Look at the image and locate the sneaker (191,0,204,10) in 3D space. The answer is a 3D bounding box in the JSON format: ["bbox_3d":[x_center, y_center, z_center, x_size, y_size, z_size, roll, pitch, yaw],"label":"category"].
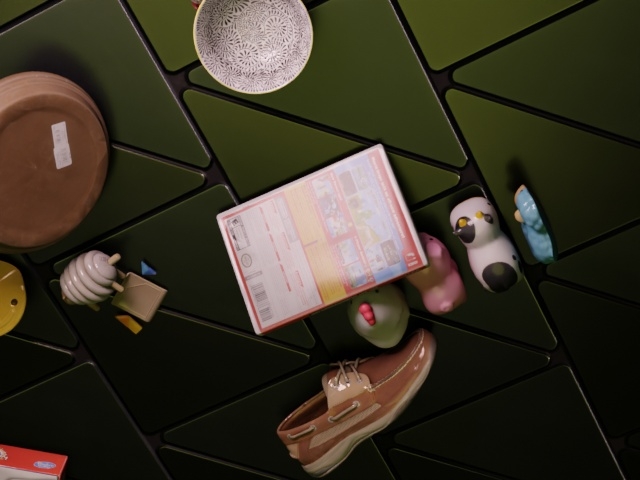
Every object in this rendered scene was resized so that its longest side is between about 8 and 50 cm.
[{"bbox_3d":[-0.154,-0.384,1.658,0.042,0.067,0.118,26,80,4],"label":"sneaker"}]

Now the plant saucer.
[{"bbox_3d":[-0.419,-0.107,1.683,0.278,0.041,0.278,-22,123,-38],"label":"plant saucer"}]

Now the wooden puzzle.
[{"bbox_3d":[-0.294,0.092,1.874,0.078,0.014,0.116,33,110,-16],"label":"wooden puzzle"}]

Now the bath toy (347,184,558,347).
[{"bbox_3d":[0.187,0.042,1.775,0.348,0.129,0.151,-30,75,13],"label":"bath toy"}]

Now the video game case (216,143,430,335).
[{"bbox_3d":[0.000,0.000,1.758,0.285,0.025,0.204,-23,74,11],"label":"video game case"}]

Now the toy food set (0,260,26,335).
[{"bbox_3d":[-0.572,0.099,1.864,0.218,0.071,0.128,-7,88,3],"label":"toy food set"}]

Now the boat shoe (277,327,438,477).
[{"bbox_3d":[0.055,0.252,1.872,0.116,0.123,0.324,41,107,-12],"label":"boat shoe"}]

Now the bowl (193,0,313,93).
[{"bbox_3d":[-0.093,-0.303,1.664,0.170,0.080,0.170,1,113,2],"label":"bowl"}]

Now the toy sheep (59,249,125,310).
[{"bbox_3d":[-0.360,0.059,1.824,0.132,0.091,0.091,-38,106,20],"label":"toy sheep"}]

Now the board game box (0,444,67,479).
[{"bbox_3d":[-0.614,0.464,2.012,0.316,0.064,0.242,11,113,-3],"label":"board game box"}]
